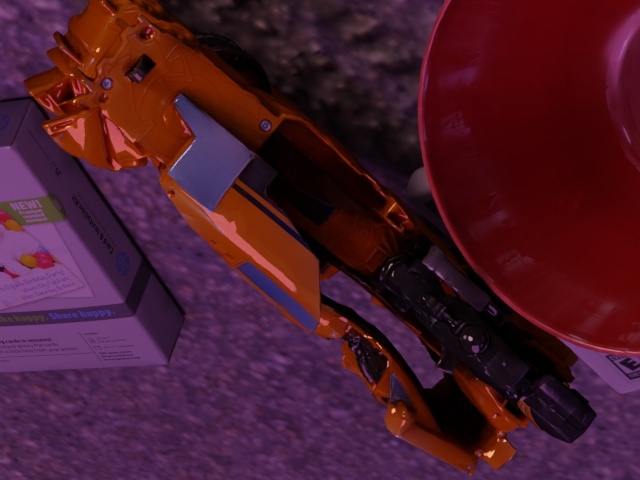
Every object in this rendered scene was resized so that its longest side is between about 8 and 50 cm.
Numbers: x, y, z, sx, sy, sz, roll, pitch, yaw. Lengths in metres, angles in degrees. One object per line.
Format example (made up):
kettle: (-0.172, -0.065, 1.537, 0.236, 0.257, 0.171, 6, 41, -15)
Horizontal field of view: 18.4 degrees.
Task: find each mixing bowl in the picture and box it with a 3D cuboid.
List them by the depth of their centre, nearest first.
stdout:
mixing bowl: (0.140, -0.052, 0.814, 0.181, 0.098, 0.181, 12, 111, 34)

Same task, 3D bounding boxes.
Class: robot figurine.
robot figurine: (0.000, 0.000, 0.907, 0.291, 0.211, 0.085, 41, 93, -18)

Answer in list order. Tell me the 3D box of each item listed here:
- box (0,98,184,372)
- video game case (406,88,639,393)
box: (-0.180, 0.003, 1.090, 0.145, 0.038, 0.186, -4, 137, 26)
video game case: (0.173, -0.003, 0.955, 0.201, 0.023, 0.183, -21, 130, 41)
